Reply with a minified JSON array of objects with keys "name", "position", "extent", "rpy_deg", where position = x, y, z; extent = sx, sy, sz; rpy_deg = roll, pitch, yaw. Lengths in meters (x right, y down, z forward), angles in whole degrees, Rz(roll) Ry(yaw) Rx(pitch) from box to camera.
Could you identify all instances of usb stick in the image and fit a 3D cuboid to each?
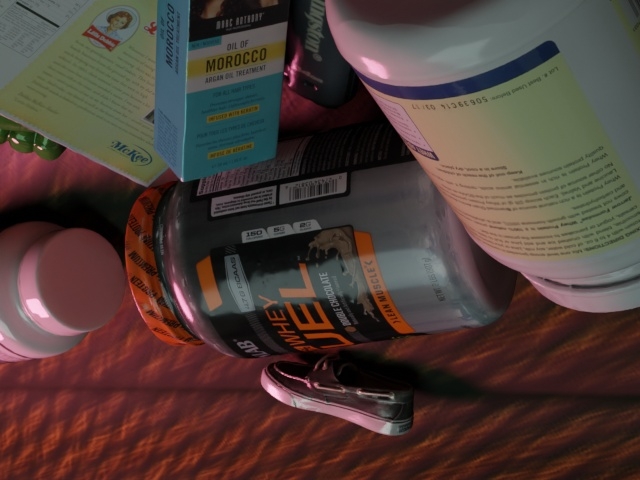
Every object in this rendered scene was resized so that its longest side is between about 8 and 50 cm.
[{"name":"usb stick","position":[0.010,-0.210,1.282],"extent":[0.077,0.045,0.278],"rpy_deg":[21,151,6]}]

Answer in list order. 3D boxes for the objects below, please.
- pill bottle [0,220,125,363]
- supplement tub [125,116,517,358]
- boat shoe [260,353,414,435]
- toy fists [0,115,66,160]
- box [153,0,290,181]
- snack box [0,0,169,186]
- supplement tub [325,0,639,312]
[{"name":"pill bottle","position":[-0.396,0.070,1.914],"extent":[0.319,0.176,0.176],"rpy_deg":[-11,135,47]},{"name":"supplement tub","position":[0.000,0.000,1.395],"extent":[0.338,0.207,0.207],"rpy_deg":[-10,138,24]},{"name":"boat shoe","position":[0.023,0.183,1.896],"extent":[0.219,0.078,0.070],"rpy_deg":[14,115,25]},{"name":"toy fists","position":[-0.373,-0.168,1.553],"extent":[0.279,0.096,0.142],"rpy_deg":[23,156,-29]},{"name":"box","position":[-0.084,-0.174,1.260],"extent":[0.060,0.101,0.244],"rpy_deg":[47,143,40]},{"name":"snack box","position":[-0.203,-0.174,1.293],"extent":[0.187,0.060,0.322],"rpy_deg":[-39,142,20]},{"name":"supplement tub","position":[0.175,-0.118,1.111],"extent":[0.235,0.235,0.325],"rpy_deg":[-1,142,38]}]
